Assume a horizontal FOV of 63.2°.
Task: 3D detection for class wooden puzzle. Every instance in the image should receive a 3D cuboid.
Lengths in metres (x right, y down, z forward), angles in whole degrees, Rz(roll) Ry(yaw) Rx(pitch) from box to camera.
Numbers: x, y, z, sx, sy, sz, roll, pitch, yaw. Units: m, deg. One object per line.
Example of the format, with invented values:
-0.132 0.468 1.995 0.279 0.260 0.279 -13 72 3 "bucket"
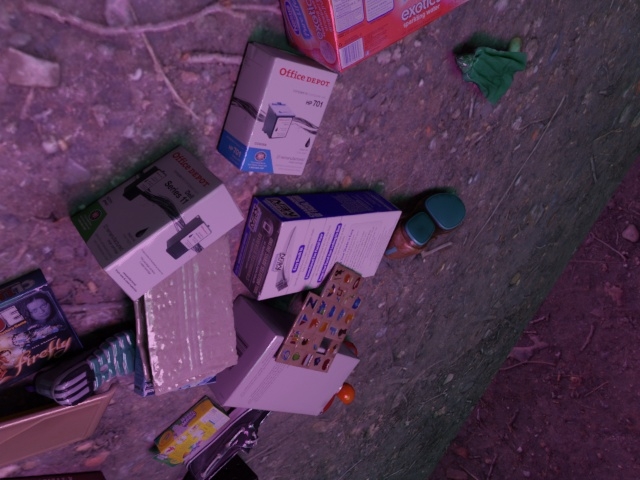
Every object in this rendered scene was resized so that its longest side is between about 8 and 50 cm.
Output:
-0.496 0.334 0.916 0.239 0.044 0.221 -14 153 -42 "wooden puzzle"

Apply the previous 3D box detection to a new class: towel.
-0.241 0.124 0.946 0.187 0.049 0.282 -11 103 -45 "towel"

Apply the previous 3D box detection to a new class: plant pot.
-0.264 0.681 1.387 0.188 0.188 0.166 1 109 -45 "plant pot"

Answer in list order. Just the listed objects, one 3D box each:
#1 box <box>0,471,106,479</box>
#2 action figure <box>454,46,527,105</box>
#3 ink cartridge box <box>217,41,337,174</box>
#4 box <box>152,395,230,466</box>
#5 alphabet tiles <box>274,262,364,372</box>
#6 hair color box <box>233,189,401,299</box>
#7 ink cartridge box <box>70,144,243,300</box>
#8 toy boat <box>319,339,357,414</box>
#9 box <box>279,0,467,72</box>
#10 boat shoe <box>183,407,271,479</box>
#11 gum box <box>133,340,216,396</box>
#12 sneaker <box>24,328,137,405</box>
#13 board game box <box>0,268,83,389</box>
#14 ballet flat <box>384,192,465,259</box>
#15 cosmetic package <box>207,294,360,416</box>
-0.600 0.564 0.979 0.191 0.143 0.381 -54 141 6 "box"
0.373 -0.388 1.176 0.232 0.063 0.137 -5 127 -47 "action figure"
-0.073 -0.214 0.873 0.140 0.082 0.190 -3 125 -43 "ink cartridge box"
-0.315 0.464 1.251 0.179 0.043 0.105 -41 143 -13 "box"
0.013 0.170 1.133 0.198 0.009 0.237 31 85 -51 "alphabet tiles"
0.000 0.000 1.109 0.339 0.110 0.185 -8 129 -43 "hair color box"
-0.247 -0.034 0.797 0.208 0.153 0.086 -39 140 -15 "ink cartridge box"
0.035 0.397 1.449 0.151 0.151 0.231 10 114 -48 "toy boat"
0.091 -0.412 0.811 0.300 0.142 0.154 -35 141 -18 "box"
-0.204 0.496 1.326 0.301 0.102 0.108 -36 151 -16 "boat shoe"
-0.269 0.188 0.990 0.157 0.041 0.184 2 92 -46 "gum box"
-0.402 0.210 0.923 0.224 0.098 0.083 -25 116 -66 "sneaker"
-0.515 0.164 0.792 0.243 0.042 0.165 -28 138 -25 "board game box"
0.253 -0.031 1.313 0.124 0.116 0.342 -38 177 39 "ballet flat"
-0.090 0.285 1.225 0.197 0.155 0.366 -53 143 3 "cosmetic package"
